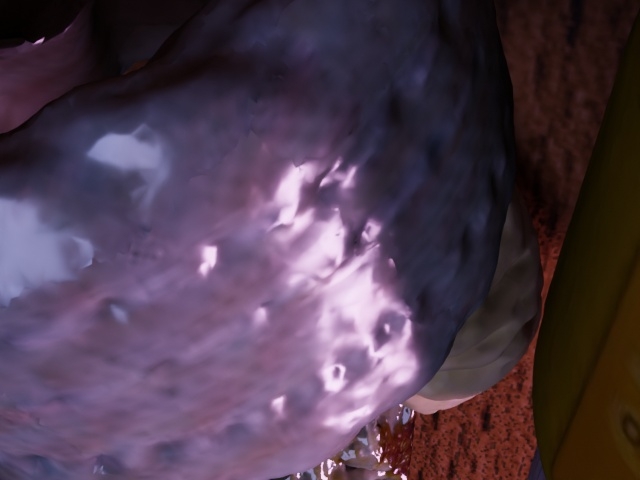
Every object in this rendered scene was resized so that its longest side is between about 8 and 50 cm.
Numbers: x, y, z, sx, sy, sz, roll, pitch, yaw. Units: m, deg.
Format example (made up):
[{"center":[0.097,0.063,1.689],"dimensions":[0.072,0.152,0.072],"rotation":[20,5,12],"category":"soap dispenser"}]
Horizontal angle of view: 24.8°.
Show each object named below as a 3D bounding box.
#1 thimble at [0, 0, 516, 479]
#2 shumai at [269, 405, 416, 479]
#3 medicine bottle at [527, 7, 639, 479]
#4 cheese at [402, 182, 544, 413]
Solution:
[{"center":[-0.080,-0.058,0.552],"dimensions":[0.291,0.291,0.195],"rotation":[8,149,28],"category":"thimble"},{"center":[-0.016,0.091,0.937],"dimensions":[0.184,0.184,0.142],"rotation":[-2,-176,41],"category":"shumai"},{"center":[0.194,0.051,0.555],"dimensions":[0.224,0.224,0.384],"rotation":[20,151,10],"category":"medicine bottle"},{"center":[0.000,0.000,0.752],"dimensions":[0.226,0.117,0.214],"rotation":[12,153,34],"category":"cheese"}]
